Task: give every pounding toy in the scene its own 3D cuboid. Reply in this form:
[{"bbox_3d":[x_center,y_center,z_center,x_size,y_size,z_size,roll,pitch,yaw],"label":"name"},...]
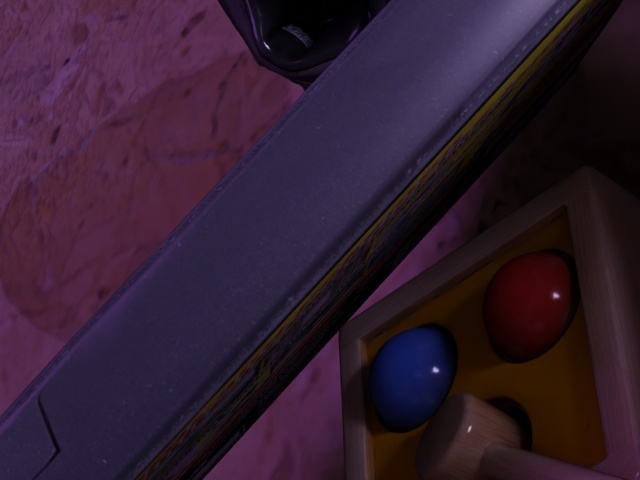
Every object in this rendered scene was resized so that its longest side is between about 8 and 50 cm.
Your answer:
[{"bbox_3d":[0.066,0.060,0.501,0.130,0.100,0.141,-36,40,34],"label":"pounding toy"}]

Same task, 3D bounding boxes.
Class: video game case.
[{"bbox_3d":[0.000,0.000,0.510,0.275,0.035,0.248,-47,-5,-9],"label":"video game case"}]

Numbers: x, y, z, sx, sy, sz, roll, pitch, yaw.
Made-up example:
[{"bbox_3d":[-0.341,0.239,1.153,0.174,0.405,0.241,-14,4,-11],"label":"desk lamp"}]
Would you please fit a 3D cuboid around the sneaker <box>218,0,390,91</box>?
[{"bbox_3d":[0.004,-0.086,0.608,0.234,0.078,0.106,89,-154,-59],"label":"sneaker"}]
